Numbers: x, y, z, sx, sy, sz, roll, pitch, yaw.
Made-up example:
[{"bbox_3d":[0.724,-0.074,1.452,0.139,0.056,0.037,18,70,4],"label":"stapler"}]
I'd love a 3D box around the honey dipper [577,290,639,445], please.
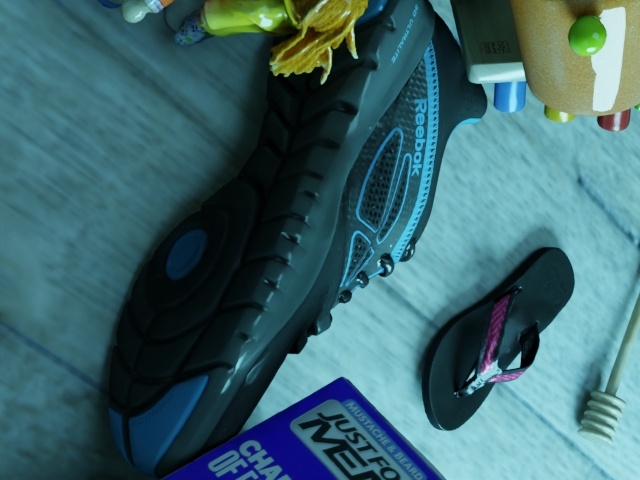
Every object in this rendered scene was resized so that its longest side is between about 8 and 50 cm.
[{"bbox_3d":[0.251,0.089,0.982,0.030,0.030,0.161,35,71,-35],"label":"honey dipper"}]

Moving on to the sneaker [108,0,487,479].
[{"bbox_3d":[0.000,0.000,0.722,0.139,0.125,0.341,40,74,-38],"label":"sneaker"}]

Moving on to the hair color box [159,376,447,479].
[{"bbox_3d":[-0.094,0.232,0.642,0.338,0.110,0.185,-27,145,-33],"label":"hair color box"}]

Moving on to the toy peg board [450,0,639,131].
[{"bbox_3d":[0.168,-0.129,0.793,0.160,0.161,0.079,-3,129,1],"label":"toy peg board"}]

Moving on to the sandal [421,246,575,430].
[{"bbox_3d":[0.138,0.069,0.885,0.179,0.040,0.067,-43,119,-25],"label":"sandal"}]

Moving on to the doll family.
[{"bbox_3d":[0.004,-0.176,0.676,0.263,0.163,0.118,-48,121,-22],"label":"doll family"}]

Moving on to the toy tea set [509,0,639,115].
[{"bbox_3d":[0.155,-0.209,0.716,0.200,0.336,0.124,-22,134,-12],"label":"toy tea set"}]
